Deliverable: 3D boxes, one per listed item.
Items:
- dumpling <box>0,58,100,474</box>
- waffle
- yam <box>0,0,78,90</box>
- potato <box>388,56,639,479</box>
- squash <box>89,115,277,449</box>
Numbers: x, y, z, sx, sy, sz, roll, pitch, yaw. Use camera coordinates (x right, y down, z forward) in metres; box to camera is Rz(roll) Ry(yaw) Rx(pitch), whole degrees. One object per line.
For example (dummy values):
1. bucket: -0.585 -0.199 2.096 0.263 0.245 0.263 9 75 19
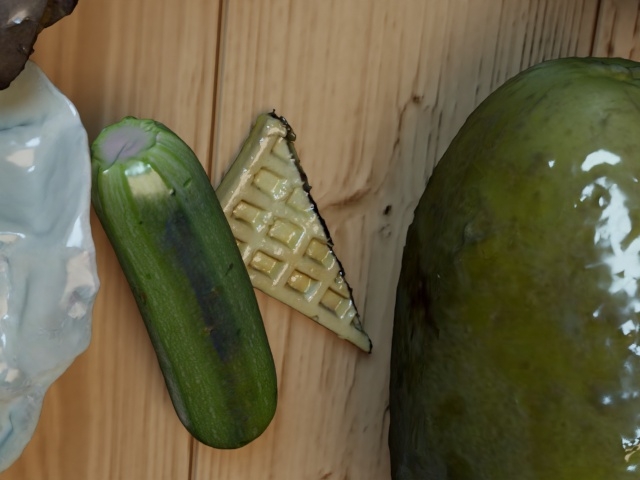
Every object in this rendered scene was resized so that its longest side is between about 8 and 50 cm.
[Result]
1. dumpling: -0.167 0.026 0.635 0.124 0.151 0.229 7 108 -57
2. waffle: 0.000 0.000 0.778 0.153 0.023 0.097 32 95 -32
3. yam: -0.237 -0.146 0.538 0.280 0.131 0.131 16 103 -32
4. potato: 0.151 0.077 0.765 0.219 0.270 0.359 -5 89 -29
5. squash: -0.069 0.032 0.713 0.066 0.066 0.229 -29 134 -13
